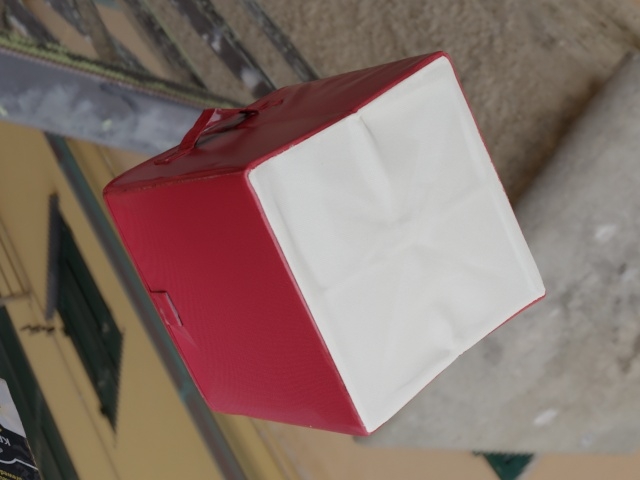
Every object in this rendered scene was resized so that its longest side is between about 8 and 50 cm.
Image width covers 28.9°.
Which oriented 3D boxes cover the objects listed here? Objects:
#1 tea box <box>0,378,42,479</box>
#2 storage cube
[{"bbox_3d":[-0.373,0.225,0.888,0.220,0.323,0.329,-44,137,10],"label":"tea box"},{"bbox_3d":[0.000,0.000,0.847,0.184,0.193,0.215,-33,107,-31],"label":"storage cube"}]
